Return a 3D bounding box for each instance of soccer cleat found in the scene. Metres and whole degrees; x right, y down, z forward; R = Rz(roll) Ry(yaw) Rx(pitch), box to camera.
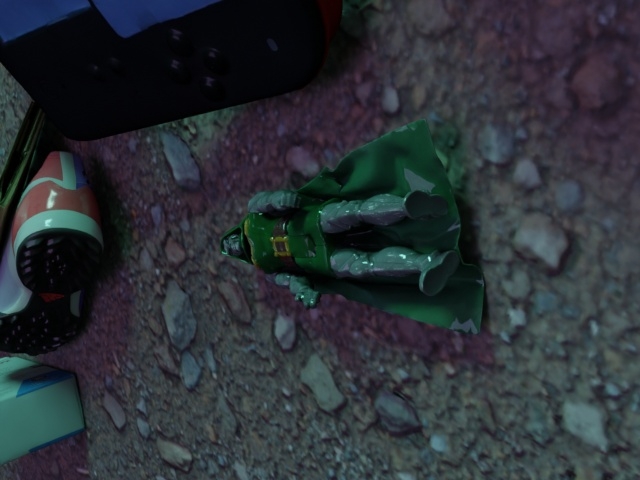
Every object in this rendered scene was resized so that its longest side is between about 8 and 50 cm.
[{"bbox_3d":[-0.314,0.031,0.924,0.318,0.108,0.117,-50,40,48],"label":"soccer cleat"}]

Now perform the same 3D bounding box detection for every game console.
[{"bbox_3d":[-0.193,-0.238,0.547,0.341,0.060,0.387,-8,130,38],"label":"game console"}]

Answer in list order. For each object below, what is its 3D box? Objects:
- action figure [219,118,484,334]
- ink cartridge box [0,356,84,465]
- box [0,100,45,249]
[{"bbox_3d":[0.000,0.000,0.579,0.232,0.063,0.137,-3,102,52],"label":"action figure"},{"bbox_3d":[-0.407,0.212,1.036,0.190,0.139,0.082,-1,103,49],"label":"ink cartridge box"},{"bbox_3d":[-0.357,-0.035,0.928,0.201,0.021,0.165,-54,25,42],"label":"box"}]
